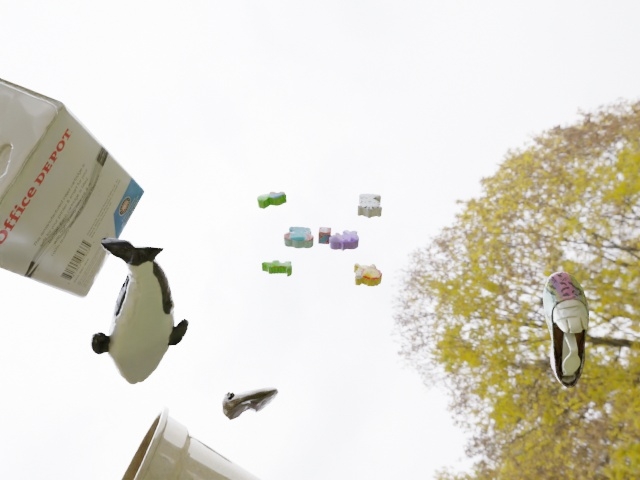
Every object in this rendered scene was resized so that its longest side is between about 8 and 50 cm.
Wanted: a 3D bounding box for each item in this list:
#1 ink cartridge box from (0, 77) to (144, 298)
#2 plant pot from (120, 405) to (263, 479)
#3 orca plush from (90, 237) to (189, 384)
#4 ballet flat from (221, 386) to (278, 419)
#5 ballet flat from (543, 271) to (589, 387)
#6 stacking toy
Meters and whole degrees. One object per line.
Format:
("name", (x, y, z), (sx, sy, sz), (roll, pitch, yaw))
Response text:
("ink cartridge box", (-0.537, -0.077, 1.002), (0.166, 0.395, 0.285), (22, -105, 7))
("plant pot", (-0.234, 0.529, 0.970), (0.305, 0.334, 0.334), (28, -105, -10))
("orca plush", (-0.307, 0.101, 0.838), (0.151, 0.102, 0.287), (-21, -45, -21))
("ballet flat", (-0.181, 0.406, 1.334), (0.084, 0.058, 0.250), (-52, -22, 8))
("ballet flat", (0.449, 0.168, 0.938), (0.079, 0.076, 0.222), (-60, -38, -66))
("stacking toy", (0.000, 0.000, 0.896), (0.221, 0.052, 0.167), (3, -54, 4))
